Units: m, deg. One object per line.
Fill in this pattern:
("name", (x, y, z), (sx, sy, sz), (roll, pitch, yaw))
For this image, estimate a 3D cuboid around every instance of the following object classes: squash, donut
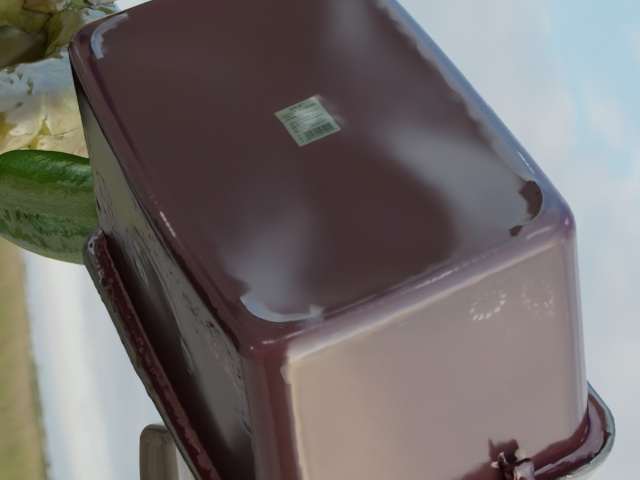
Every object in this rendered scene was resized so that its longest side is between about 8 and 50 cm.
("squash", (-0.222, -0.030, 1.472), (0.379, 0.101, 0.101), (12, -68, 53))
("donut", (-0.353, -0.180, 1.796), (0.360, 0.360, 0.170), (-113, -155, -48))

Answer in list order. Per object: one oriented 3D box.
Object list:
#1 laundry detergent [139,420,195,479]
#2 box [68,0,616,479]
("laundry detergent", (-0.073, 0.253, 1.723), (0.076, 0.237, 0.171), (5, -82, 51))
("box", (0.000, 0.000, 0.793), (0.167, 0.193, 0.294), (84, -21, -45))
